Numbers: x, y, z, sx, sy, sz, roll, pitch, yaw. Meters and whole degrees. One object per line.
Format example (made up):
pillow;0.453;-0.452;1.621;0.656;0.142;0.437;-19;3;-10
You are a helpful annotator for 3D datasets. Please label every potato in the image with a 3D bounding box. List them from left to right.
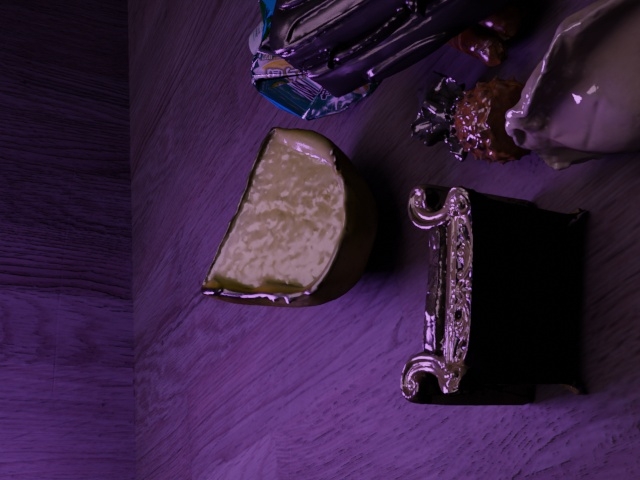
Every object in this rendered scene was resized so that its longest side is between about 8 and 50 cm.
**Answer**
potato;0.000;0.000;1.286;0.280;0.212;0.330;21;89;45

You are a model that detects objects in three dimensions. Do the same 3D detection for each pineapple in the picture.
pineapple;0.202;-0.168;1.022;0.119;0.111;0.237;-51;23;-6

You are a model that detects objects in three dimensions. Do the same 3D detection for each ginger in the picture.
ginger;0.230;-0.300;1.029;0.162;0.073;0.103;-121;43;-57

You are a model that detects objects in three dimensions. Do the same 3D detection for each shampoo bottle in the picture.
shampoo bottle;-0.112;-0.506;1.749;0.190;0.041;0.069;-33;50;55

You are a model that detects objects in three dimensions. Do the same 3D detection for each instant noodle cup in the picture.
instant noodle cup;-0.008;-0.364;1.347;0.240;0.240;0.178;-48;35;47

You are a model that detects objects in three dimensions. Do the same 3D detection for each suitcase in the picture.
suitcase;0.097;-0.392;1.049;0.345;0.188;0.339;-20;53;39

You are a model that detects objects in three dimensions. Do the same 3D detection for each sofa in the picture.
sofa;0.184;0.066;0.889;0.182;0.200;0.258;-8;77;59

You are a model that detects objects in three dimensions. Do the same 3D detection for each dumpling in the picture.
dumpling;0.289;-0.173;0.756;0.258;0.193;0.147;-53;44;38
